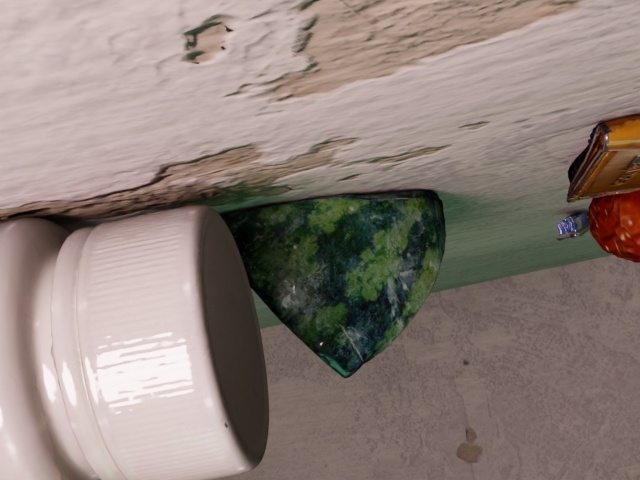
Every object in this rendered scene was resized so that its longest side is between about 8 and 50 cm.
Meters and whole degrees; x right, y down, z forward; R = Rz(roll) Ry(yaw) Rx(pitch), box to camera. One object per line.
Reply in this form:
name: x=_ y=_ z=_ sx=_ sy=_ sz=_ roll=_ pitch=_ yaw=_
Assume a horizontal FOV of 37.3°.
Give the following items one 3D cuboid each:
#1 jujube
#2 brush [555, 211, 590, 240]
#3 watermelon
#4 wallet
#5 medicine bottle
jujube: x=0.331 y=-0.029 z=0.939 sx=0.112 sy=0.109 sz=0.176 roll=26 pitch=179 yaw=-3
brush: x=0.353 y=-0.027 z=1.278 sx=0.033 sy=0.030 sz=0.178 roll=-24 pitch=178 yaw=31
watermelon: x=0.005 y=-0.010 z=0.833 sx=0.207 sy=0.136 sz=0.202 roll=-36 pitch=-135 yaw=-25
wallet: x=0.286 y=-0.071 z=0.753 sx=0.161 sy=0.042 sz=0.195 roll=-11 pitch=173 yaw=4
medicine bottle: x=-0.219 y=0.093 z=0.636 sx=0.340 sy=0.208 sz=0.208 roll=-12 pitch=173 yaw=6
